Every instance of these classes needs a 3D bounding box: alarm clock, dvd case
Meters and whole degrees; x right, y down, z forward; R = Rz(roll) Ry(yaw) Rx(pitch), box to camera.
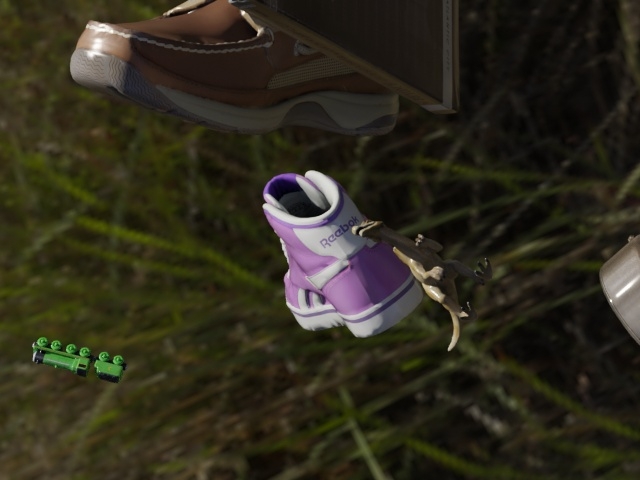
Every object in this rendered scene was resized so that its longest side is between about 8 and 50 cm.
[{"bbox_3d":[0.294,0.060,1.631,0.129,0.192,0.064,44,116,-6],"label":"alarm clock"},{"bbox_3d":[0.015,-0.161,0.915,0.018,0.221,0.164,-5,79,26],"label":"dvd case"}]

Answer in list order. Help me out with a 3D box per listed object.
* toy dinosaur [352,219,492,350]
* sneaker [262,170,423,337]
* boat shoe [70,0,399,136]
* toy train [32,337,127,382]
[{"bbox_3d":[0.102,0.033,1.667,0.093,0.053,0.183,20,157,49],"label":"toy dinosaur"},{"bbox_3d":[0.001,-0.001,1.871,0.161,0.102,0.282,52,166,-9],"label":"sneaker"},{"bbox_3d":[-0.050,-0.139,1.345,0.123,0.324,0.116,18,102,29],"label":"boat shoe"},{"bbox_3d":[-0.205,0.103,1.666,0.083,0.023,0.017,13,143,4],"label":"toy train"}]
